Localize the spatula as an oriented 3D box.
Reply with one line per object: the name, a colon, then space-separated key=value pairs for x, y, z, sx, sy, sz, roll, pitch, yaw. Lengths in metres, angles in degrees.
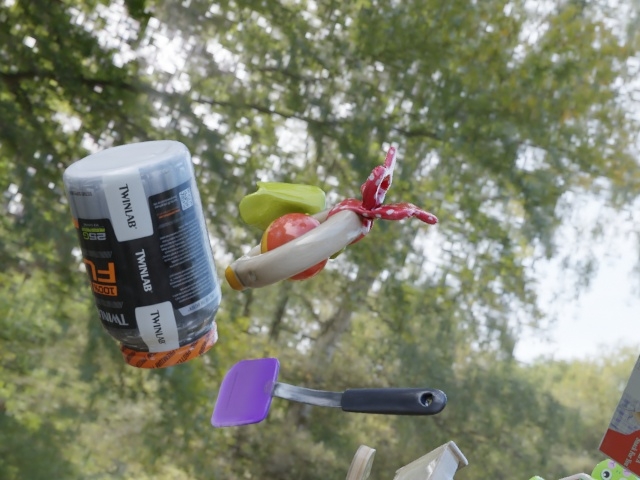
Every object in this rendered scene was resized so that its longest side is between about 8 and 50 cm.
spatula: x=0.002 y=0.172 z=1.092 sx=0.296 sy=0.084 sz=0.030 roll=-2 pitch=-31 yaw=29

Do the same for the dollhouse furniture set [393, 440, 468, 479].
dollhouse furniture set: x=0.200 y=0.440 z=1.410 sx=0.212 sy=0.161 sz=0.242 roll=-35 pitch=-87 yaw=26

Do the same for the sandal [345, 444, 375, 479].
sandal: x=0.064 y=0.443 z=1.545 sx=0.079 sy=0.240 sz=0.088 roll=20 pitch=14 yaw=16

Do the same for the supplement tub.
supplement tub: x=-0.279 y=0.022 z=1.604 sx=0.207 sy=0.338 sz=0.207 roll=-10 pitch=18 yaw=3

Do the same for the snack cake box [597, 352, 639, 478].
snack cake box: x=0.501 y=0.239 z=1.376 sx=0.152 sy=0.089 sz=0.264 roll=32 pitch=-38 yaw=24

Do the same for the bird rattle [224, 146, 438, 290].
bird rattle: x=0.000 y=0.000 z=1.165 sx=0.253 sy=0.207 sz=0.143 roll=-4 pitch=-64 yaw=48

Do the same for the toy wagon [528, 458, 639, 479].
toy wagon: x=0.456 y=0.507 z=1.693 sx=0.267 sy=0.344 sz=0.068 roll=26 pitch=-1 yaw=39
